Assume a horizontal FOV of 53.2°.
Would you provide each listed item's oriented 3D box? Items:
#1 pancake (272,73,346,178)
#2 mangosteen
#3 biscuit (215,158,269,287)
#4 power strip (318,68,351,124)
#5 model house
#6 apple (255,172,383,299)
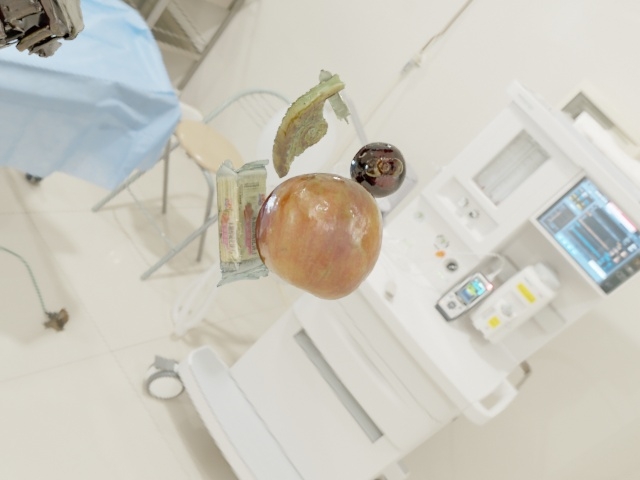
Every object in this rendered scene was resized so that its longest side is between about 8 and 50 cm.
[{"bbox_3d":[-0.039,-0.352,2.005,0.197,0.377,0.054,0,41,-48],"label":"pancake"},{"bbox_3d":[0.149,-0.183,1.643,0.152,0.152,0.152,34,27,-20],"label":"mangosteen"},{"bbox_3d":[-0.190,-0.048,1.597,0.186,0.079,0.309,-10,102,-57],"label":"biscuit"},{"bbox_3d":[0.047,-0.450,2.008,0.191,0.047,0.030,62,12,-17],"label":"power strip"},{"bbox_3d":[-0.667,-0.511,1.329,0.297,0.282,0.317,-102,171,-77],"label":"model house"},{"bbox_3d":[0.000,0.000,1.419,0.301,0.301,0.302,34,27,-20],"label":"apple"}]
